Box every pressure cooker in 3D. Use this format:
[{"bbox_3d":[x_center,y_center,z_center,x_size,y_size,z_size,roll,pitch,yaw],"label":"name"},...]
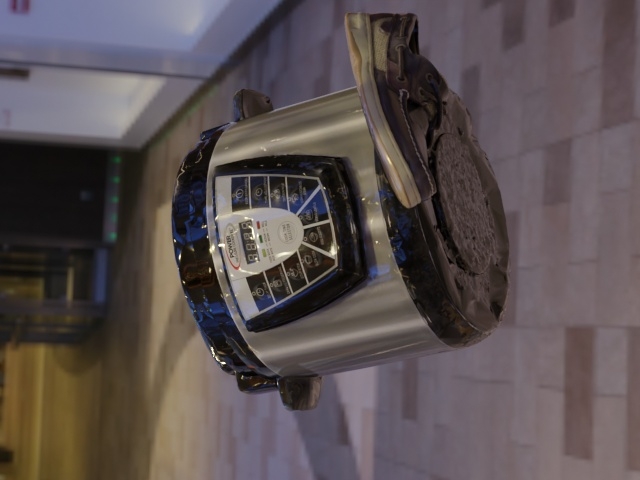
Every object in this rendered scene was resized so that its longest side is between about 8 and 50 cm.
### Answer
[{"bbox_3d":[0.003,0.002,1.702,0.375,0.420,0.370,59,-149,-33],"label":"pressure cooker"}]

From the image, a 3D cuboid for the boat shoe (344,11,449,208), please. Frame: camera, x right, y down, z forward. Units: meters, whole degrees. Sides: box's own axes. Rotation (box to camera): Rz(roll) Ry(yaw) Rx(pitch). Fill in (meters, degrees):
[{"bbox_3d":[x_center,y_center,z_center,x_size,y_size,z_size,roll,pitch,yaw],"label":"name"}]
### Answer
[{"bbox_3d":[0.088,-0.152,1.350,0.285,0.092,0.103,-102,-7,-47],"label":"boat shoe"}]
